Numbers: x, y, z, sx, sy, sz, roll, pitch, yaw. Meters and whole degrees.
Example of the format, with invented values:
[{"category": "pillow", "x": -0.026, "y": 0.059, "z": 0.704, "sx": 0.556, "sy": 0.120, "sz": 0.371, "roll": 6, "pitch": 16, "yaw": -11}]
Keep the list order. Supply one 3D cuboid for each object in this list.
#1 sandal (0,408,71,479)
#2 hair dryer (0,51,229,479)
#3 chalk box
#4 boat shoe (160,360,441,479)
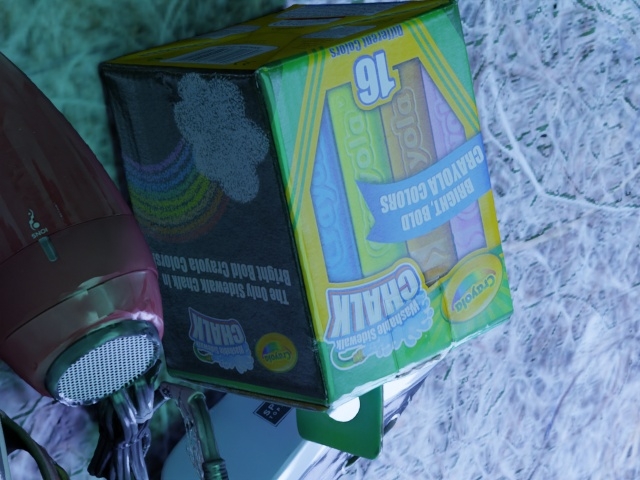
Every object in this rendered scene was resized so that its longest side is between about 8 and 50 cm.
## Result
[{"category": "sandal", "x": -0.159, "y": 0.140, "z": 0.882, "sx": 0.086, "sy": 0.120, "sz": 0.303, "roll": -51, "pitch": 141, "yaw": -43}, {"category": "hair dryer", "x": -0.121, "y": 0.038, "z": 0.848, "sx": 0.080, "sy": 0.223, "sz": 0.294, "roll": -24, "pitch": 102, "yaw": -19}, {"category": "chalk box", "x": 0.000, "y": 0.000, "z": 0.941, "sx": 0.132, "sy": 0.132, "sz": 0.213, "roll": -24, "pitch": 110, "yaw": -36}, {"category": "boat shoe", "x": 0.004, "y": 0.093, "z": 1.041, "sx": 0.228, "sy": 0.080, "sz": 0.076, "roll": -45, "pitch": 151, "yaw": -29}]
